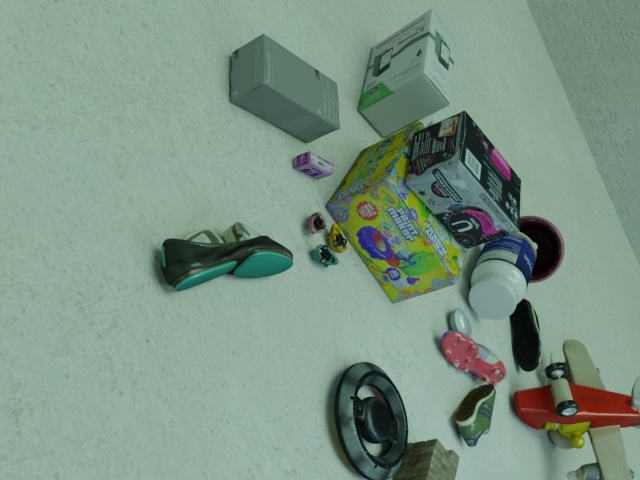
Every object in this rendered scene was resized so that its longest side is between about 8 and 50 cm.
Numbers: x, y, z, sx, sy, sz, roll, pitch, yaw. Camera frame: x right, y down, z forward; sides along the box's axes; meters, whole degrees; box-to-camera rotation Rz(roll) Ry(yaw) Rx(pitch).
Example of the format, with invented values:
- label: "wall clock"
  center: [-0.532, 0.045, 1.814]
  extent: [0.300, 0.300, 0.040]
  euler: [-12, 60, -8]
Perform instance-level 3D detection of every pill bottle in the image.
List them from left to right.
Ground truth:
- label: "pill bottle"
  center: [0.502, 0.094, 1.971]
  extent: [0.153, 0.153, 0.265]
  euler: [57, 37, -15]

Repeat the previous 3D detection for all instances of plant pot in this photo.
- label: "plant pot"
  center: [0.646, 0.026, 2.179]
  extent: [0.180, 0.201, 0.201]
  euler: [-2, 72, -68]

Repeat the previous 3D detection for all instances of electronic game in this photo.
- label: "electronic game"
  center: [0.103, 0.353, 1.398]
  extent: [0.229, 0.048, 0.229]
  euler: [30, 50, -43]

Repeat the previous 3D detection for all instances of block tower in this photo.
- label: "block tower"
  center: [0.183, 0.537, 1.366]
  extent: [0.097, 0.091, 0.335]
  euler: [52, 38, -22]

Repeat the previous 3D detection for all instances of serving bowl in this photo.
- label: "serving bowl"
  center: [0.355, 0.215, 1.819]
  extent: [0.083, 0.027, 0.083]
  euler: [29, 51, -42]

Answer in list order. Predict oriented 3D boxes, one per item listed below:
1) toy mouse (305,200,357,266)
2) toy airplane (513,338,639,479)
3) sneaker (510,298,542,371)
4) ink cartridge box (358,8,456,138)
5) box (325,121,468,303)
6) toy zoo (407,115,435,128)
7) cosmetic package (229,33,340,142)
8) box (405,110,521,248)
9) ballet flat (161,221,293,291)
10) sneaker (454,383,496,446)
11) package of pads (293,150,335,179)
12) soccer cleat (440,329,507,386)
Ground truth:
- label: "toy mouse"
  center: [0.000, 0.000, 1.471]
  extent: [0.143, 0.031, 0.161]
  euler: [-21, 88, -55]
- label: "toy airplane"
  center: [0.751, 0.491, 1.981]
  extent: [0.384, 0.272, 0.386]
  euler: [42, 46, 19]
- label: "sneaker"
  center: [0.617, 0.278, 2.079]
  extent: [0.097, 0.084, 0.235]
  euler: [35, 46, -38]
- label: "ink cartridge box"
  center: [0.230, -0.435, 1.855]
  extent: [0.121, 0.211, 0.289]
  euler: [42, 42, -29]
- label: "box"
  center: [0.201, -0.066, 1.644]
  extent: [0.290, 0.177, 0.279]
  euler: [55, 37, -18]
- label: "toy zoo"
  center: [0.321, -0.235, 2.019]
  extent: [0.293, 0.030, 0.192]
  euler: [58, 36, -12]
- label: "cosmetic package"
  center: [-0.072, -0.312, 1.488]
  extent: [0.238, 0.107, 0.127]
  euler: [23, 57, -49]
- label: "box"
  center: [0.314, -0.125, 1.551]
  extent: [0.247, 0.142, 0.163]
  euler: [41, 45, -31]
- label: "ballet flat"
  center: [-0.154, 0.017, 1.214]
  extent: [0.280, 0.095, 0.096]
  euler: [-5, 64, -53]
- label: "sneaker"
  center: [0.380, 0.425, 1.716]
  extent: [0.192, 0.064, 0.086]
  euler: [-28, 102, -54]
- label: "package of pads"
  center: [-0.014, -0.160, 1.523]
  extent: [0.083, 0.050, 0.032]
  euler: [21, 61, -46]
- label: "soccer cleat"
  center: [0.375, 0.283, 1.783]
  extent: [0.248, 0.083, 0.095]
  euler: [35, 17, -30]
